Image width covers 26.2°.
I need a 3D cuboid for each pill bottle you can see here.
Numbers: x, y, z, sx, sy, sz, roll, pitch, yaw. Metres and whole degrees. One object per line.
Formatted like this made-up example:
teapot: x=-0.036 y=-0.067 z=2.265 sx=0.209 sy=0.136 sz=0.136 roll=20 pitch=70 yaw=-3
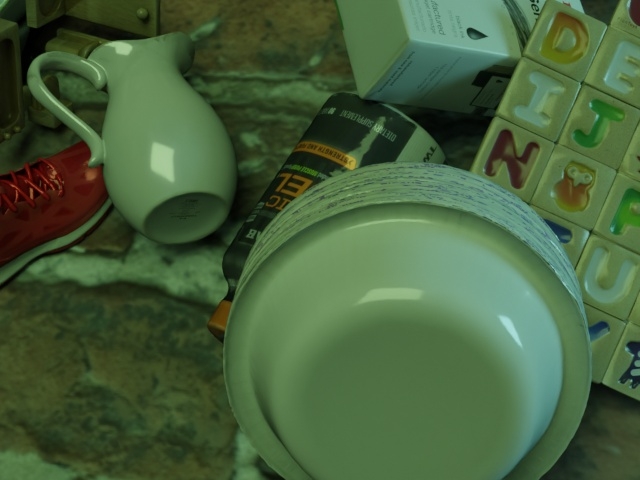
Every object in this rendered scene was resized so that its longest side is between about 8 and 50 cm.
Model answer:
pill bottle: x=0.000 y=0.000 z=1.218 sx=0.130 sy=0.130 sz=0.246 roll=26 pitch=74 yaw=24

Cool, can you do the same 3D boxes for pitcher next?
pitcher: x=-0.177 y=-0.100 z=1.299 sx=0.177 sy=0.125 sz=0.207 roll=-4 pitch=55 yaw=-25

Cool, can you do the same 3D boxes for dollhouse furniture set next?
dollhouse furniture set: x=-0.250 y=-0.175 z=1.359 sx=0.123 sy=0.144 sz=0.151 roll=17 pitch=34 yaw=21

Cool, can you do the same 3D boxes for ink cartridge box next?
ink cartridge box: x=0.130 y=-0.201 z=1.234 sx=0.219 sy=0.092 sz=0.160 roll=3 pitch=59 yaw=-31

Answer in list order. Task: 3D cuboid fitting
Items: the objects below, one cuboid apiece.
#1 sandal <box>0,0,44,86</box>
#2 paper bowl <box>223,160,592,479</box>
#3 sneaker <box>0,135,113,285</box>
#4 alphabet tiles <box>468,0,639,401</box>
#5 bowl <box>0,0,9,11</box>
sandal: x=-0.320 y=-0.193 z=1.418 sx=0.054 sy=0.097 sz=0.254 roll=33 pitch=76 yaw=0
paper bowl: x=0.065 y=0.093 z=1.060 sx=0.284 sy=0.284 sz=0.148 roll=-10 pitch=23 yaw=9
sneaker: x=-0.290 y=-0.040 z=1.312 sx=0.221 sy=0.128 sz=0.087 roll=-43 pitch=62 yaw=-8
alphabet tiles: x=0.276 y=-0.047 z=1.157 sx=0.285 sy=0.011 sz=0.342 roll=25 pitch=83 yaw=1
bowl: x=-0.451 y=-0.353 z=1.469 sx=0.289 sy=0.289 sz=0.156 roll=-35 pitch=20 yaw=-3
